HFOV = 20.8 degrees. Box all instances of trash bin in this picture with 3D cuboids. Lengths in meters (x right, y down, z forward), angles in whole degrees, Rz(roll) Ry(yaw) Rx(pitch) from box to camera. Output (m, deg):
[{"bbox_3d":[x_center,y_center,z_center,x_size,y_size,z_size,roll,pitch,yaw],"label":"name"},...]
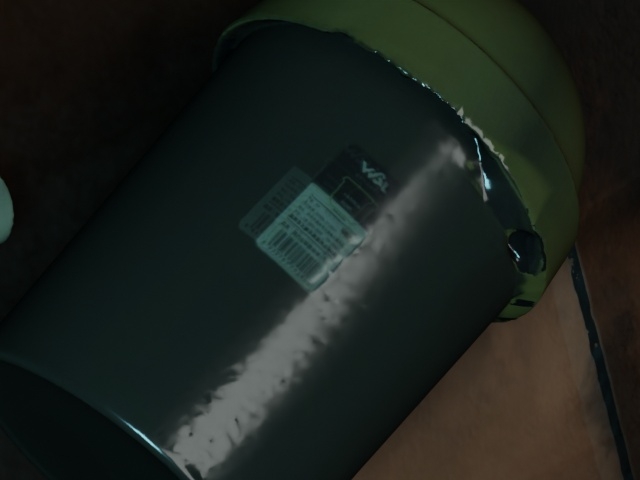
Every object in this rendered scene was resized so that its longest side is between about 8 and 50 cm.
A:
[{"bbox_3d":[0.000,0.000,0.882,0.334,0.214,0.214,-51,125,-23],"label":"trash bin"}]

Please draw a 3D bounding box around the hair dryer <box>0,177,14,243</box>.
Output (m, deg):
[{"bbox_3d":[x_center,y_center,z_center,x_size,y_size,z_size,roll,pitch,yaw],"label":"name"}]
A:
[{"bbox_3d":[-0.211,0.075,0.789,0.229,0.092,0.267,-47,137,-39],"label":"hair dryer"}]
